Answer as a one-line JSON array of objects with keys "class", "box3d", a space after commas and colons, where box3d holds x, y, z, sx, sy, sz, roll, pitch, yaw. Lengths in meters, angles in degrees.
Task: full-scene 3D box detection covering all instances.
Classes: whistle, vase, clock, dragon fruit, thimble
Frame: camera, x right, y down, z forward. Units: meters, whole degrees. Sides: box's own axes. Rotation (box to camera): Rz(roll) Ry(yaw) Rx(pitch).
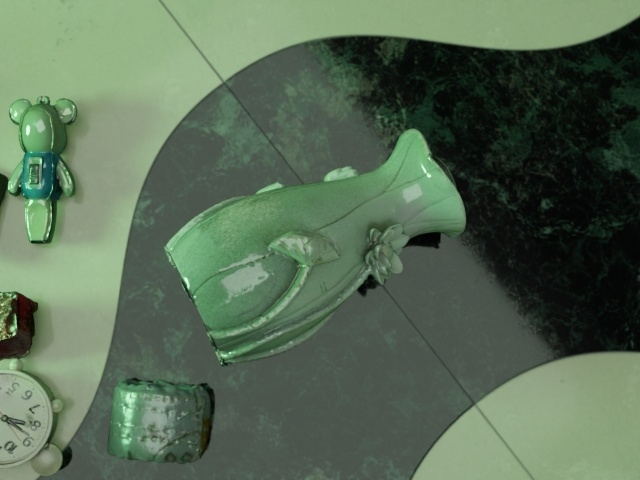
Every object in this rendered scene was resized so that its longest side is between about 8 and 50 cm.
[{"class": "whistle", "box3d": [-0.440, -0.112, 1.674, 0.114, 0.077, 0.236, 0, 89, 6]}, {"class": "vase", "box3d": [0.000, 0.000, 1.611, 0.445, 0.250, 0.250, -27, 86, -9]}, {"class": "clock", "box3d": [-0.485, 0.273, 1.632, 0.229, 0.063, 0.155, 43, 80, 0]}, {"class": "dragon fruit", "box3d": [-0.490, 0.133, 1.639, 0.147, 0.096, 0.102, -9, 72, 26]}, {"class": "thimble", "box3d": [-0.245, 0.274, 1.609, 0.151, 0.127, 0.118, 6, 84, -7]}]

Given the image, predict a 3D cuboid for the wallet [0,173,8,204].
[{"class": "wallet", "box3d": [-0.633, -0.067, 1.660, 0.245, 0.052, 0.169, 18, 65, -4]}]
